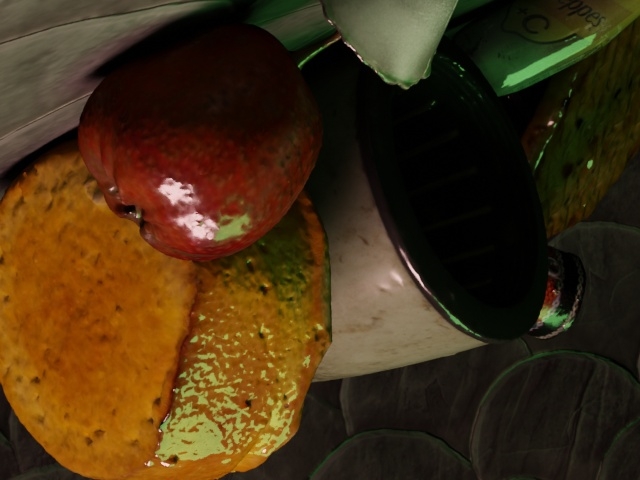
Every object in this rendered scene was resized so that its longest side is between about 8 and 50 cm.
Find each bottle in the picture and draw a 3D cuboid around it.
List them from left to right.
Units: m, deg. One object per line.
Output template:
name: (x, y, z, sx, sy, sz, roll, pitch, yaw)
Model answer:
bottle: (0.258, -0.223, 1.650, 0.269, 0.083, 0.083, -28, 177, 5)

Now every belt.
belt: (0.156, 0.026, 1.792, 0.126, 0.094, 0.359, -58, -160, -1)

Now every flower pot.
flower pot: (-0.002, -0.011, 1.585, 0.330, 0.294, 0.293, -18, -179, 32)

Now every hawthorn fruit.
hawthorn fruit: (-0.058, -0.085, 1.163, 0.203, 0.162, 0.162, -42, -178, -16)

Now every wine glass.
wine glass: (0.090, -0.171, 0.906, 0.183, 0.122, 0.122, -29, 175, 32)

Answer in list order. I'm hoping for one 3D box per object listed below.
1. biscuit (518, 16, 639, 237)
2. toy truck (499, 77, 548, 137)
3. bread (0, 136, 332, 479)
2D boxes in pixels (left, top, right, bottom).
biscuit: (0.305, -0.156, 1.849, 0.359, 0.046, 0.359, -46, 156, -27)
toy truck: (0.217, -0.125, 1.939, 0.147, 0.165, 0.224, -26, -162, 50)
bread: (-0.137, 0.044, 1.372, 0.312, 0.312, 0.172, -26, 167, 36)
